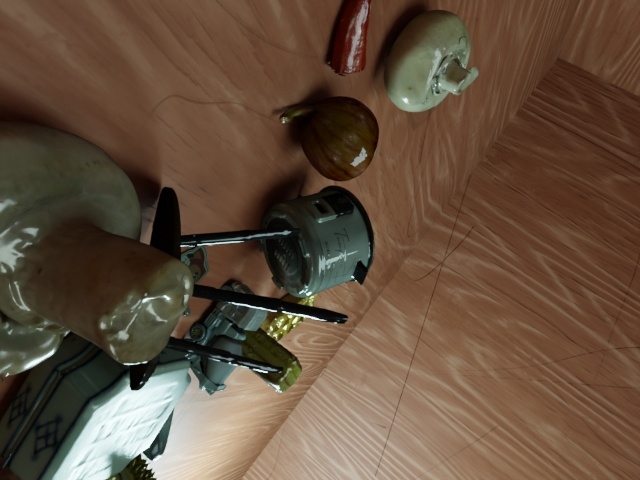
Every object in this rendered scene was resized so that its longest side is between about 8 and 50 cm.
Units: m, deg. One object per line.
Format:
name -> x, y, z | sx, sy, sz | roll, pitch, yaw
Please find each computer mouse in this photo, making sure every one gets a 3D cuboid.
computer mouse -> -0.386, 0.394, 1.159 | 0.229, 0.068, 0.113 | -92, -176, -45

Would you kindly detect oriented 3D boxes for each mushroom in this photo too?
mushroom -> 0.269, -0.416, 1.181 | 0.246, 0.202, 0.246 | -34, 147, -26
mushroom -> -0.287, 0.037, 0.514 | 0.292, 0.289, 0.293 | -48, 157, -28

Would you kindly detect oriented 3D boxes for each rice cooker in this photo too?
rice cooker -> 0.000, 0.000, 1.173 | 0.226, 0.280, 0.241 | -17, 140, -35

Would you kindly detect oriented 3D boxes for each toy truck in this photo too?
toy truck -> -0.232, 0.239, 1.223 | 0.257, 0.140, 0.108 | -53, 160, -2

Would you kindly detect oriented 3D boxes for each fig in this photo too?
fig -> 0.018, -0.231, 1.024 | 0.175, 0.207, 0.175 | -44, -158, 23

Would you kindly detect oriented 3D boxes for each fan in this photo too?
fan -> -0.288, 0.098, 1.050 | 0.132, 0.009, 0.220 | -37, 154, -34

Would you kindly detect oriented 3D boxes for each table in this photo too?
table -> -0.140, 0.101, 0.775 | 0.248, 0.317, 0.318 | 10, 123, -24

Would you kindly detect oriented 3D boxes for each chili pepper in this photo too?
chili pepper -> 0.068, -0.406, 0.938 | 0.088, 0.064, 0.169 | -38, 152, -40

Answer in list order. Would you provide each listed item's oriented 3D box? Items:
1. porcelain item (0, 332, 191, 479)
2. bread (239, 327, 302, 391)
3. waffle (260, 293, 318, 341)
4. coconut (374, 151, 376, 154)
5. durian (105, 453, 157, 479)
porcelain item -> -0.399, 0.293, 0.896 | 0.282, 0.157, 0.285 | -56, 161, 8
bread -> -0.170, 0.308, 1.352 | 0.111, 0.234, 0.184 | -51, 163, -18
waffle -> -0.110, 0.246, 1.652 | 0.274, 0.057, 0.168 | -31, 150, -49
coconut -> 0.083, -0.226, 1.216 | 0.124, 0.110, 0.110 | -45, 160, -4
durian -> -0.493, 0.511, 1.030 | 0.305, 0.167, 0.172 | -15, 139, -13
